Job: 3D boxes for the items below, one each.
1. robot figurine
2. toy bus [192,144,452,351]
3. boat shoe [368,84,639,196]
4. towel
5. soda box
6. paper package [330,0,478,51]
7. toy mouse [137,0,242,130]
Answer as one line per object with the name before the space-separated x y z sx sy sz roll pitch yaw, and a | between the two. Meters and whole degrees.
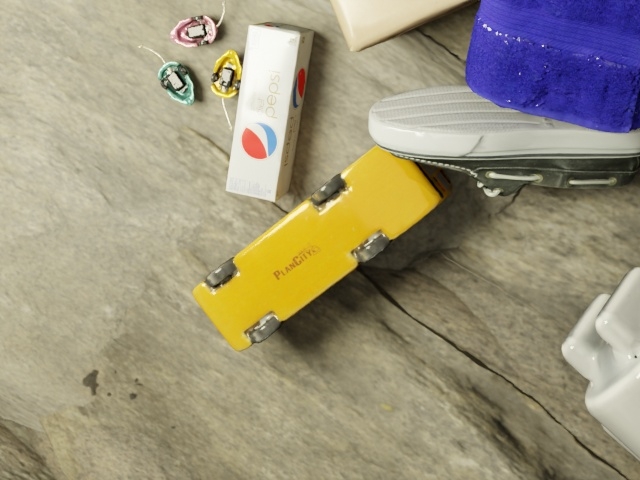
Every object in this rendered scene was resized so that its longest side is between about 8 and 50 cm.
robot figurine | 0.454 0.194 1.421 0.353 0.200 0.300 43 146 2
toy bus | 0.000 0.000 1.534 0.332 0.130 0.108 -38 92 19
boat shoe | 0.221 -0.103 1.428 0.335 0.121 0.119 3 127 1
towel | 0.275 -0.242 1.265 0.227 0.076 0.308 11 142 6
soda box | -0.064 -0.164 1.543 0.069 0.074 0.216 13 106 12
paper package | 0.124 -0.418 1.387 0.309 0.168 0.325 -20 98 18
toy mouse | -0.165 -0.235 1.576 0.143 0.031 0.161 13 105 11
